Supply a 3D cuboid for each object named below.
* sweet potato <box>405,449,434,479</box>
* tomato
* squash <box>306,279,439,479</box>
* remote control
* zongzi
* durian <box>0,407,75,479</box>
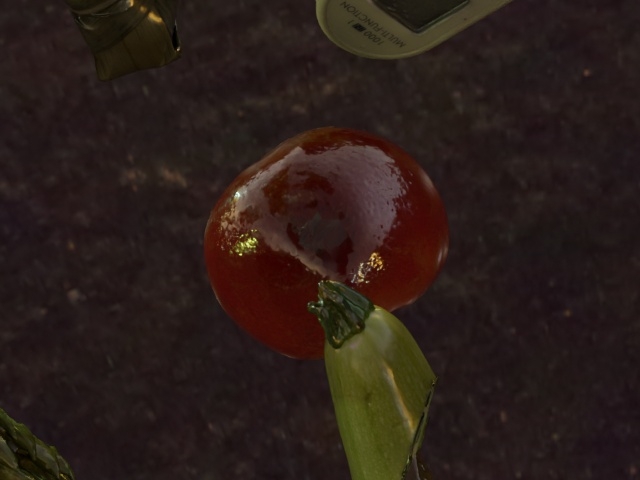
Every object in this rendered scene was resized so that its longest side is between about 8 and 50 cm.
[{"bbox_3d":[0.083,0.233,1.278,0.075,0.075,0.273,-21,85,-7],"label":"sweet potato"},{"bbox_3d":[0.000,0.000,1.284,0.233,0.139,0.200,-41,87,3],"label":"tomato"},{"bbox_3d":[0.043,0.102,0.954,0.075,0.200,0.090,14,44,37],"label":"squash"},{"bbox_3d":[0.087,-0.160,0.706,0.221,0.078,0.042,-26,49,39],"label":"remote control"},{"bbox_3d":[-0.189,-0.274,1.182,0.094,0.204,0.205,-14,53,15],"label":"zongzi"},{"bbox_3d":[-0.264,0.106,0.744,0.163,0.394,0.198,-45,50,-4],"label":"durian"}]
